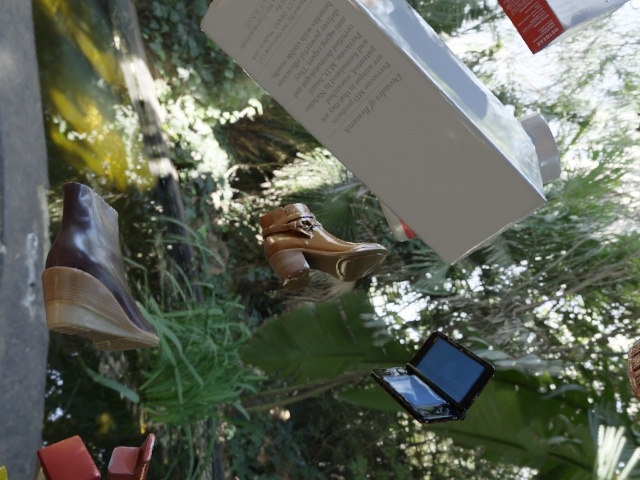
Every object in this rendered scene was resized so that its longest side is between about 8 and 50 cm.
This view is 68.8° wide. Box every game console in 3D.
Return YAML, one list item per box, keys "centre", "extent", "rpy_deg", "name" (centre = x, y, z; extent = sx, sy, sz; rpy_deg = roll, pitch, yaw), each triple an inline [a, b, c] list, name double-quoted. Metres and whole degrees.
- centre: [0.168, 0.204, 0.725]
  extent: [0.144, 0.124, 0.085]
  rpy_deg: [30, -69, 60]
  name: "game console"

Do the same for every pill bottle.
- centre: [0.271, -0.126, 0.897]
  extent: [0.176, 0.318, 0.176]
  rpy_deg: [-18, 90, -76]
  name: "pill bottle"

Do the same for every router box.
- centre: [0.498, -0.594, 1.017]
  extent: [0.301, 0.335, 0.082]
  rpy_deg: [57, -29, 1]
  name: "router box"

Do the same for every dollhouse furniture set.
- centre: [-0.260, 0.398, 0.697]
  extent: [0.374, 0.201, 0.152]
  rpy_deg: [32, -63, 37]
  name: "dollhouse furniture set"

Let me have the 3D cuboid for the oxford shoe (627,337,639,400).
- centre: [0.615, 0.275, 0.723]
  extent: [0.146, 0.140, 0.397]
  rpy_deg: [42, 24, -5]
  name: "oxford shoe"

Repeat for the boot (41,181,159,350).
- centre: [-0.311, 0.052, 0.707]
  extent: [0.248, 0.090, 0.207]
  rpy_deg: [69, 14, -65]
  name: "boot"

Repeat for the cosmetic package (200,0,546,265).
- centre: [0.093, -0.209, 0.650]
  extent: [0.453, 0.161, 0.230]
  rpy_deg: [42, 36, -10]
  name: "cosmetic package"

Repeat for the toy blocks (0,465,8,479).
- centre: [-0.452, 0.333, 0.412]
  extent: [0.191, 0.260, 0.382]
  rpy_deg: [-37, 125, -75]
  name: "toy blocks"

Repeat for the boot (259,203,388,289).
- centre: [0.000, 0.000, 1.131]
  extent: [0.109, 0.283, 0.220]
  rpy_deg: [92, -21, -47]
  name: "boot"
